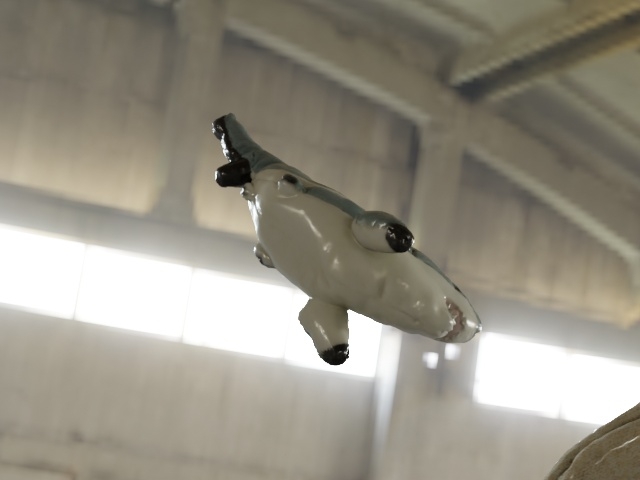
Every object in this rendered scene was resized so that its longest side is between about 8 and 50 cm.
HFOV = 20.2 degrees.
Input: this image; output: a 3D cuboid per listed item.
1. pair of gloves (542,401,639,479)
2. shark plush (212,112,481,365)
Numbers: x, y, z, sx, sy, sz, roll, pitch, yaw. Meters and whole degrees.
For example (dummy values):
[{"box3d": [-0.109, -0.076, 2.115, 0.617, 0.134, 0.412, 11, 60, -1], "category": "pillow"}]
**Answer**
[{"box3d": [0.170, 0.183, 0.853, 0.240, 0.204, 0.042, 53, -2, -24], "category": "pair of gloves"}, {"box3d": [0.000, 0.000, 0.827, 0.161, 0.073, 0.067, 30, 21, 36], "category": "shark plush"}]
